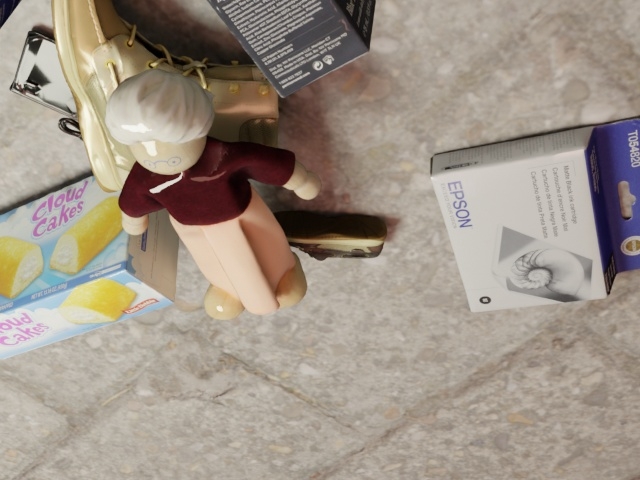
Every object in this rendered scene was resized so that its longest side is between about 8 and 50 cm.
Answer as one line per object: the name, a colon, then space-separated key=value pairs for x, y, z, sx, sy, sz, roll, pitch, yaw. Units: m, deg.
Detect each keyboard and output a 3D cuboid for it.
keyboard: x=-0.239 y=-0.146 z=0.951 sx=0.180 sy=0.023 sz=0.108 roll=24 pitch=125 yaw=-13

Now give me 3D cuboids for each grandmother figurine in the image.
grandmother figurine: x=-0.103 y=-0.038 z=0.859 sx=0.207 sy=0.104 sz=0.342 roll=-20 pitch=145 yaw=5

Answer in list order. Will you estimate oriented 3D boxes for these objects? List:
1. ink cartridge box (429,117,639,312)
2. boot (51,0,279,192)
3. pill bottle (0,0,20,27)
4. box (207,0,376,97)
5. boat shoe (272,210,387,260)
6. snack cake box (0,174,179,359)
ink cartridge box: x=0.254 y=-0.018 z=0.977 sx=0.223 sy=0.045 sz=0.223 roll=-10 pitch=130 yaw=17
boot: x=-0.141 y=-0.169 z=0.859 sx=0.203 sy=0.095 sz=0.262 roll=-4 pitch=124 yaw=2
pill bottle: x=-0.345 y=-0.210 z=0.738 sx=0.153 sy=0.265 sz=0.153 roll=4 pitch=133 yaw=5
box: x=-0.030 y=-0.235 z=0.741 sx=0.093 sy=0.156 sz=0.158 roll=-24 pitch=125 yaw=26
boat shoe: x=0.000 y=0.000 z=1.026 sx=0.152 sy=0.056 sz=0.049 roll=5 pitch=128 yaw=4
snack cake box: x=-0.292 y=0.025 z=1.019 sx=0.264 sy=0.152 sz=0.089 roll=-19 pitch=144 yaw=24
